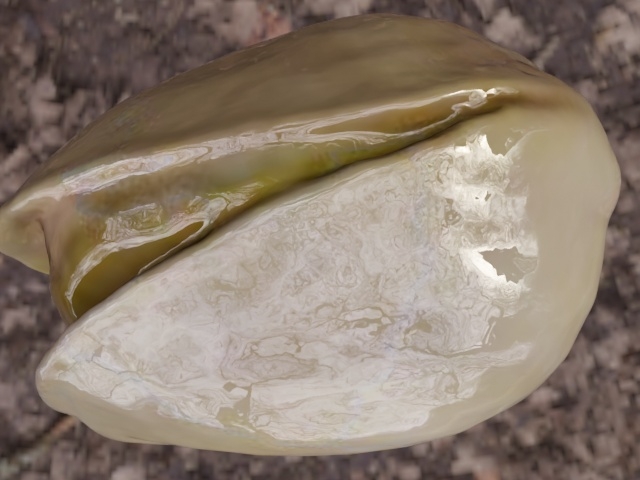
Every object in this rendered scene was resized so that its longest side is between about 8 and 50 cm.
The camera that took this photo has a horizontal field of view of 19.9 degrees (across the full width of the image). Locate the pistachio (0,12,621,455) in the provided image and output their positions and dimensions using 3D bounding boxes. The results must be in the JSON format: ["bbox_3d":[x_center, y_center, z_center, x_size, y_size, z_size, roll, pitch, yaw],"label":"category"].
[{"bbox_3d":[0.000,0.000,0.941,0.321,0.229,0.238,-15,156,-9],"label":"pistachio"}]
